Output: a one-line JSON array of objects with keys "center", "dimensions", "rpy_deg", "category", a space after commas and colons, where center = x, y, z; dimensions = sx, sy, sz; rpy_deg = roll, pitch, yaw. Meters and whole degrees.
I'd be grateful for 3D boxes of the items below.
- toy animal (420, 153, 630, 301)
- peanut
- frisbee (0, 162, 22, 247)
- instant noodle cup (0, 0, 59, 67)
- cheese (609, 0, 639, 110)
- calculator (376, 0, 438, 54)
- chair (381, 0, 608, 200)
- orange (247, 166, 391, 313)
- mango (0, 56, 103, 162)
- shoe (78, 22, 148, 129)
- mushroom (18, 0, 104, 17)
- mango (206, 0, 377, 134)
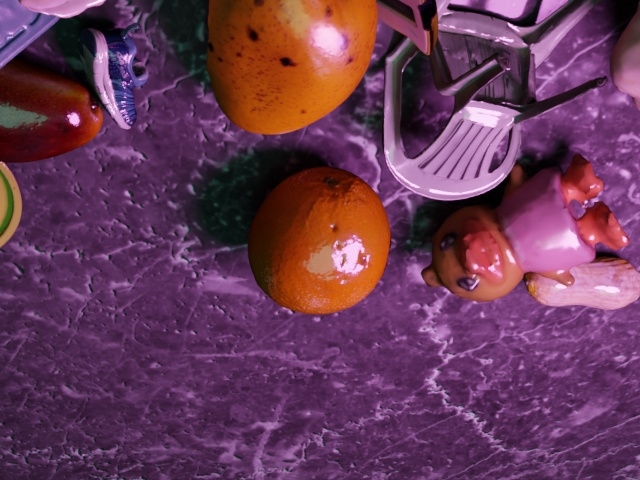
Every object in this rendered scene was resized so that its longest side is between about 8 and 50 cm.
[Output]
[{"center": [0.274, -0.005, 1.323], "dimensions": [0.281, 0.195, 0.169], "rpy_deg": [-25, 173, 6], "category": "toy animal"}, {"center": [0.423, 0.067, 1.466], "dimensions": [0.206, 0.087, 0.087], "rpy_deg": [3, 132, -16], "category": "peanut"}, {"center": [-0.505, -0.054, 1.182], "dimensions": [0.236, 0.017, 0.236], "rpy_deg": [-7, 133, -7], "category": "frisbee"}, {"center": [-0.370, -0.255, 0.945], "dimensions": [0.179, 0.070, 0.157], "rpy_deg": [-49, 138, -24], "category": "instant noodle cup"}, {"center": [0.489, -0.295, 1.102], "dimensions": [0.351, 0.129, 0.328], "rpy_deg": [8, 110, -59], "category": "cheese"}, {"center": [0.059, -0.303, 0.981], "dimensions": [0.033, 0.157, 0.236], "rpy_deg": [-45, 148, -6], "category": "calculator"}, {"center": [0.199, -0.186, 1.114], "dimensions": [0.203, 0.190, 0.274], "rpy_deg": [7, 159, -18], "category": "chair"}, {"center": [0.000, 0.000, 1.235], "dimensions": [0.206, 0.206, 0.206], "rpy_deg": [-7, 134, -7], "category": "orange"}, {"center": [-0.386, -0.157, 1.051], "dimensions": [0.267, 0.111, 0.133], "rpy_deg": [16, 144, -17], "category": "mango"}, {"center": [-0.238, -0.194, 1.088], "dimensions": [0.071, 0.064, 0.143], "rpy_deg": [-23, 142, -17], "category": "shoe"}, {"center": [-0.270, -0.325, 0.902], "dimensions": [0.236, 0.173, 0.162], "rpy_deg": [-32, 180, -33], "category": "mushroom"}, {"center": [-0.038, -0.224, 1.028], "dimensions": [0.191, 0.160, 0.290], "rpy_deg": [14, 145, -6], "category": "mango"}]
